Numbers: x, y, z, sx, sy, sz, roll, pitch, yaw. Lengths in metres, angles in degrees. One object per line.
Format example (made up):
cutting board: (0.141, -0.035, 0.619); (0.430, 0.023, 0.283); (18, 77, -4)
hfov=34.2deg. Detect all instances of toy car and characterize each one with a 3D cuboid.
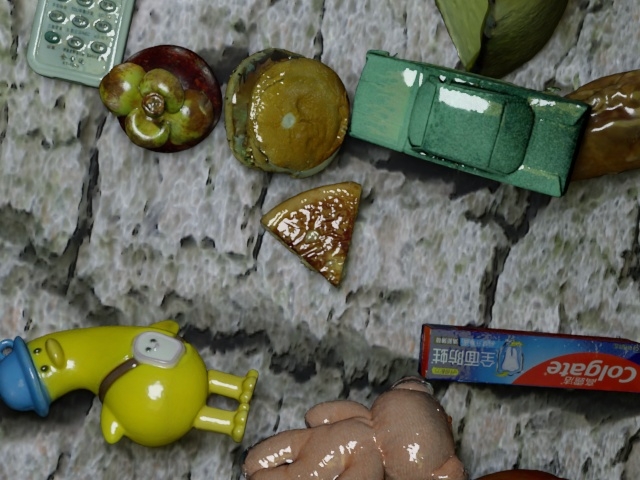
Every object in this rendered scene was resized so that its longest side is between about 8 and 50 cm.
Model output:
toy car: (0.197, -0.166, 1.428); (0.321, 0.097, 0.141); (17, 107, 13)

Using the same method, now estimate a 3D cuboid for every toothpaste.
toothpaste: (0.304, 0.171, 1.511); (0.321, 0.066, 0.076); (4, 91, -6)

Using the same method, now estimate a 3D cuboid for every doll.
doll: (0.045, 0.314, 1.456); (0.303, 0.201, 0.156); (-16, 130, 0)
doll: (-0.270, 0.187, 1.427); (0.363, 0.145, 0.199); (12, 51, 2)

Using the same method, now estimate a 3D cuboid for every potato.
potato: (0.255, -0.407, 1.384); (0.213, 0.280, 0.330); (-24, 92, -3)

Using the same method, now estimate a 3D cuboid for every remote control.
remote control: (-0.306, -0.380, 1.428); (0.128, 0.065, 0.335); (13, 90, -1)

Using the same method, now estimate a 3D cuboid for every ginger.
ginger: (0.440, -0.169, 1.469); (0.321, 0.165, 0.172); (-3, 127, 3)

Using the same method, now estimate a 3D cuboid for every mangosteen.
mangosteen: (-0.212, -0.175, 1.391); (0.156, 0.181, 0.145); (1, 129, 1)

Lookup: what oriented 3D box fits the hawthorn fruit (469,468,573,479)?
hawthorn fruit: (0.300, 0.423, 1.450); (0.300, 0.254, 0.254); (-31, 95, -28)

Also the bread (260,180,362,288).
bread: (-0.019, -0.016, 1.476); (0.136, 0.054, 0.154); (10, 85, -8)

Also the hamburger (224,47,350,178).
hamburger: (-0.050, -0.166, 1.430); (0.177, 0.113, 0.185); (-45, 128, -27)
